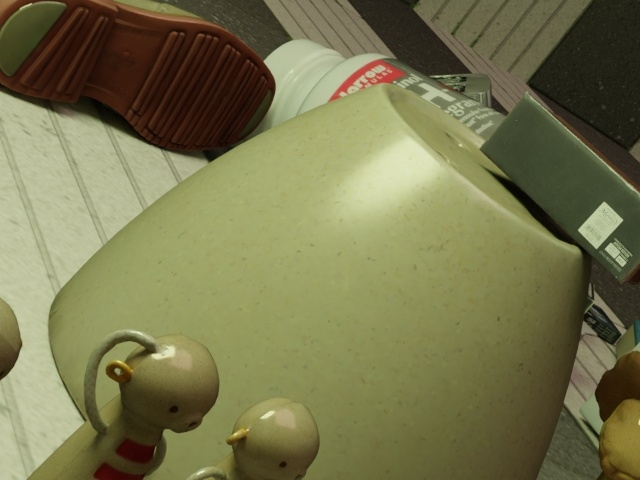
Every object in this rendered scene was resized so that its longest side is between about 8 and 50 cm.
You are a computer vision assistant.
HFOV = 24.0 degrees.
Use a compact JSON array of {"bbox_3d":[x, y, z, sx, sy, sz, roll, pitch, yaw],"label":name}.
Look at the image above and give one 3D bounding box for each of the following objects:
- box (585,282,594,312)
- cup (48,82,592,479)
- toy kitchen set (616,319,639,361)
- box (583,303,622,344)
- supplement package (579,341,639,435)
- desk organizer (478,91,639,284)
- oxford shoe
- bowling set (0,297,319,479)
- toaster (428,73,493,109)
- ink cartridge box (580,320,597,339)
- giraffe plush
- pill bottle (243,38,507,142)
[{"bbox_3d":[0.217,0.012,1.781,0.232,0.058,0.087,37,17,0],"label":"box"},{"bbox_3d":[0.033,0.044,0.946,0.331,0.237,0.331,35,16,-12],"label":"cup"},{"bbox_3d":[0.490,0.143,1.814,0.207,0.166,0.122,38,16,0],"label":"toy kitchen set"},{"bbox_3d":[0.333,0.091,1.889,0.083,0.018,0.067,30,17,-27],"label":"box"},{"bbox_3d":[0.425,0.217,1.438,0.177,0.175,0.293,26,19,-41],"label":"supplement package"},{"bbox_3d":[0.162,-0.029,0.910,0.130,0.047,0.050,48,16,31],"label":"desk organizer"},{"bbox_3d":[-0.176,-0.176,1.332,0.130,0.123,0.348,43,14,36],"label":"oxford shoe"},{"bbox_3d":[-0.060,0.143,0.608,0.200,0.154,0.287,47,18,31],"label":"bowling set"},{"bbox_3d":[0.125,-0.125,1.731,0.185,0.110,0.168,-2,15,8],"label":"toaster"},{"bbox_3d":[0.199,0.080,1.543,0.104,0.060,0.180,46,18,30],"label":"ink cartridge box"},{"bbox_3d":[0.206,0.186,1.009,0.181,0.170,0.210,55,24,8],"label":"giraffe plush"},{"bbox_3d":[0.078,-0.075,1.455,0.318,0.176,0.176,31,10,30],"label":"pill bottle"}]
